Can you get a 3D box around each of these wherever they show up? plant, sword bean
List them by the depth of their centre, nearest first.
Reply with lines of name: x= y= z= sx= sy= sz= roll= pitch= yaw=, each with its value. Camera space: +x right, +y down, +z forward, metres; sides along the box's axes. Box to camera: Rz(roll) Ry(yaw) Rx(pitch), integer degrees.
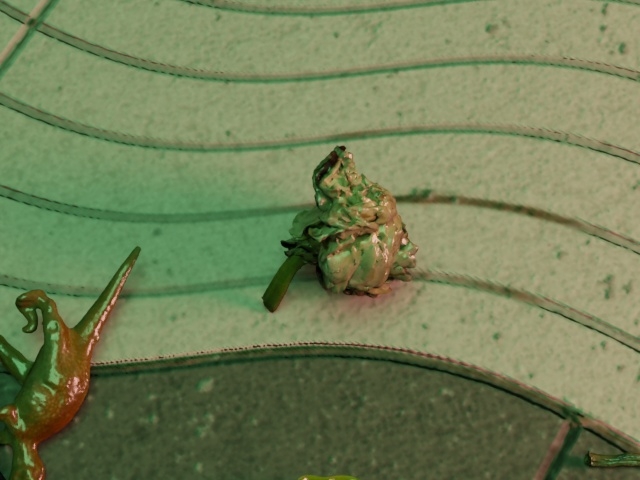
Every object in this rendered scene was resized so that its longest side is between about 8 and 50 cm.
sword bean: x=0.218 y=0.147 z=1.195 sx=0.083 sy=0.012 sz=0.012 roll=3 pitch=65 yaw=4
plant: x=0.000 y=0.000 z=1.226 sx=0.122 sy=0.116 sz=0.104 roll=-32 pitch=52 yaw=9

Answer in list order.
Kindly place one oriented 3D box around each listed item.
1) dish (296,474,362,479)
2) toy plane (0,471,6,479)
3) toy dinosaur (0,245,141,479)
dish: x=0.016 y=0.205 z=1.141 sx=0.091 sy=0.039 sz=0.137 roll=17 pitch=28 yaw=2
toy plane: x=-0.269 y=0.164 z=1.148 sx=0.155 sy=0.106 sz=0.382 roll=-32 pitch=55 yaw=-24
toy dinosaur: x=-0.169 y=0.091 z=1.222 sx=0.162 sy=0.039 sz=0.126 roll=-26 pitch=74 yaw=-7
